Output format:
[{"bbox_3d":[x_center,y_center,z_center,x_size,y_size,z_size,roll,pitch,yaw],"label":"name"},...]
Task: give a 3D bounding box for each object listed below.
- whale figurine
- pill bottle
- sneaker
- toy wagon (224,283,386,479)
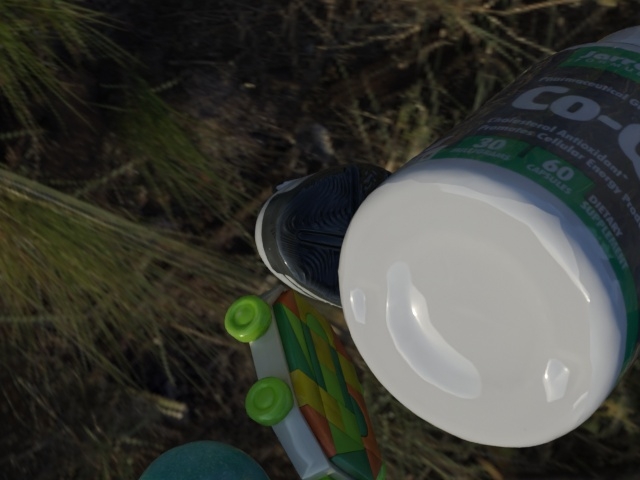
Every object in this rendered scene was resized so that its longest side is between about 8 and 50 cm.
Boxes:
[{"bbox_3d":[-0.164,0.303,1.634,0.216,0.272,0.141,-12,91,-31],"label":"whale figurine"},{"bbox_3d":[0.185,-0.024,1.023,0.361,0.204,0.204,-38,118,-49],"label":"pill bottle"},{"bbox_3d":[0.000,0.001,1.660,0.447,0.257,0.169,-2,90,-58],"label":"sneaker"},{"bbox_3d":[-0.001,0.221,1.701,0.068,0.344,0.267,-29,141,15],"label":"toy wagon"}]
